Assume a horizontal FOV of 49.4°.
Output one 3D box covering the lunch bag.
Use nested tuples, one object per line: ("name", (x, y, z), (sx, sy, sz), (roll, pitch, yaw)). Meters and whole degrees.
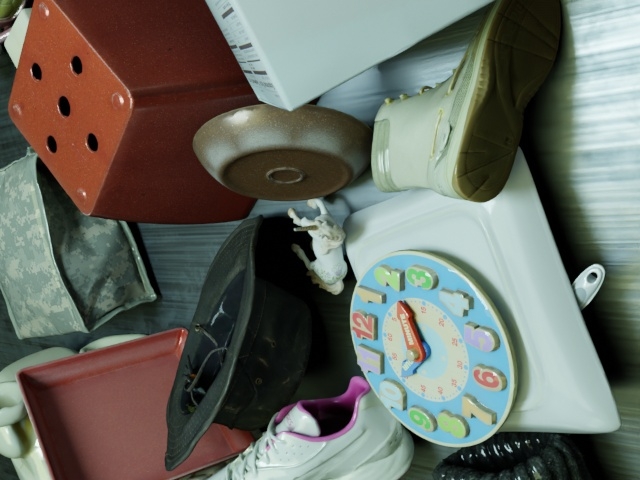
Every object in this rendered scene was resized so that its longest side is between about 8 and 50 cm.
("lunch bag", (-0.428, -0.001, 1.121), (0.235, 0.169, 0.287), (-12, 103, 42))

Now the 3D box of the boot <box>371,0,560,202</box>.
("boot", (0.127, -0.141, 0.656), (0.165, 0.077, 0.213), (12, 82, 64))

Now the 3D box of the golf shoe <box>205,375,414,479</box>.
("golf shoe", (-0.046, 0.259, 0.833), (0.115, 0.306, 0.140), (-118, 6, -63))

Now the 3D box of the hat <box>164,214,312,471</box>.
("hat", (-0.089, 0.138, 0.884), (0.134, 0.331, 0.331), (20, 129, -15))

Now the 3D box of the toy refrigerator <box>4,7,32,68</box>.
("toy refrigerator", (-0.348, -0.202, 1.023), (0.094, 0.102, 0.269), (-34, 84, 42))

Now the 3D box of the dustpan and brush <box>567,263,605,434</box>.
("dustpan and brush", (0.224, 0.095, 0.682), (0.147, 0.060, 0.211), (40, 127, 22))

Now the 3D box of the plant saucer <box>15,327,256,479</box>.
("plant saucer", (-0.260, 0.248, 0.971), (0.258, 0.259, 0.047), (47, 137, 40))

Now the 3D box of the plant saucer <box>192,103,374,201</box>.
("plant saucer", (-0.037, -0.083, 0.747), (0.199, 0.199, 0.036), (-18, 65, 42))

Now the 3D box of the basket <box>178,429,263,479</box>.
("basket", (-0.143, 0.481, 0.954), (0.266, 0.328, 0.331), (27, 122, 33))

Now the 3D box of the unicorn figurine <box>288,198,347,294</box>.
("unicorn figurine", (0.000, 0.000, 0.806), (0.111, 0.060, 0.162), (44, 167, 48))

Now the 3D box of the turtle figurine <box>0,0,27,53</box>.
("turtle figurine", (-0.568, -0.378, 1.064), (0.266, 0.275, 0.197), (-46, 59, 49))

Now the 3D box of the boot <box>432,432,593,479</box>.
("boot", (0.184, 0.362, 0.762), (0.348, 0.131, 0.260), (-36, 89, 31))

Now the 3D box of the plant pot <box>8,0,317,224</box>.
("plant pot", (-0.203, -0.172, 0.823), (0.267, 0.236, 0.267), (49, 131, 16))

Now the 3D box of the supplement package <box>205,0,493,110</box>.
("supplement package", (-0.017, -0.271, 0.565), (0.262, 0.199, 0.198), (62, 176, -18))

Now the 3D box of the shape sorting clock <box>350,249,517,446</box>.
("shape sorting clock", (0.103, 0.110, 0.697), (0.206, 0.040, 0.206), (25, 123, 46))

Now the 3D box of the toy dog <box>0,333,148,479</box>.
("toy dog", (-0.422, 0.403, 1.193), (0.395, 0.285, 0.407), (-7, 103, 42))

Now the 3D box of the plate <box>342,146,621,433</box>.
("plate", (0.134, 0.075, 0.716), (0.278, 0.045, 0.277), (-24, 85, 54))
